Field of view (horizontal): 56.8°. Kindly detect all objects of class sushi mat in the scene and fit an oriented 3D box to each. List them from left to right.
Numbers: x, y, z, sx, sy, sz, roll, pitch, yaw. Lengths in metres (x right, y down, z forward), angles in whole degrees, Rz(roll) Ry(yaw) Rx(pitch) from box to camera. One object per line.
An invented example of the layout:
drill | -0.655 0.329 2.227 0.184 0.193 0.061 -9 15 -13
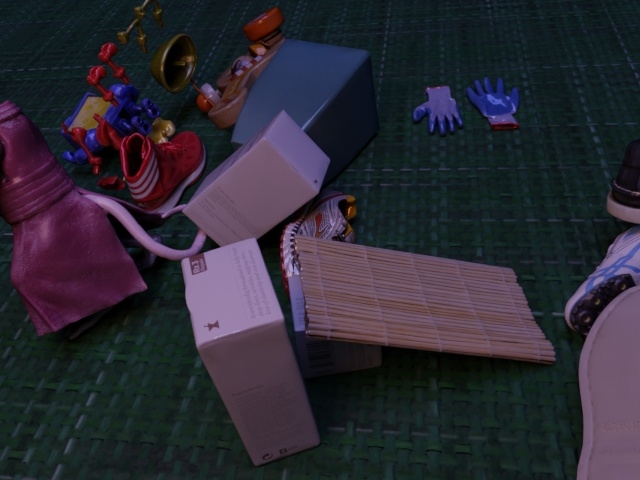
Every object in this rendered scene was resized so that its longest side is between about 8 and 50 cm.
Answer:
sushi mat | 0.122 0.067 0.691 0.317 0.019 0.151 9 39 -20

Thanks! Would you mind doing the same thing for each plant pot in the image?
plant pot | -0.034 -0.192 0.990 0.166 0.165 0.234 18 56 26

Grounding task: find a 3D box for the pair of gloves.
pair of gloves | 0.268 -0.248 1.089 0.199 0.023 0.159 -3 44 6

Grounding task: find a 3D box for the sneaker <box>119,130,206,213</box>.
sneaker | -0.262 -0.148 1.002 0.087 0.128 0.221 0 45 10

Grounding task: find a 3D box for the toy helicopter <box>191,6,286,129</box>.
toy helicopter | -0.159 -0.294 1.122 0.235 0.140 0.355 -24 29 18

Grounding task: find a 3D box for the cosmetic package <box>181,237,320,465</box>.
cosmetic package | -0.066 0.122 0.616 0.086 0.231 0.117 -17 45 -8

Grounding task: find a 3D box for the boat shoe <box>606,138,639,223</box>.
boat shoe | 0.514 -0.130 0.769 0.340 0.112 0.127 -19 29 -14

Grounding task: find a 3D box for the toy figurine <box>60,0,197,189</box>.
toy figurine | -0.403 -0.262 1.099 0.217 0.191 0.362 -1 59 31

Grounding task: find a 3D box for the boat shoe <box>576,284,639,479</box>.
boat shoe | 0.328 0.180 0.585 0.117 0.096 0.324 -16 32 40

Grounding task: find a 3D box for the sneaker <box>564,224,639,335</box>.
sneaker | 0.383 0.039 0.742 0.237 0.085 0.086 -33 23 -19

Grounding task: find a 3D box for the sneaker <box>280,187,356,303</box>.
sneaker | 0.000 0.000 0.834 0.093 0.088 0.225 4 46 12

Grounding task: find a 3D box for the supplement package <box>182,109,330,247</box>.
supplement package | -0.090 -0.079 0.847 0.179 0.105 0.105 -34 20 29

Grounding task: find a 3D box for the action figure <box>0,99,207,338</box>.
action figure | -0.358 -0.054 0.745 0.276 0.370 0.248 -21 31 13

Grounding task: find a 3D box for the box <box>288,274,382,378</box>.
box | 0.018 0.099 0.719 0.102 0.101 0.087 -10 44 -3
